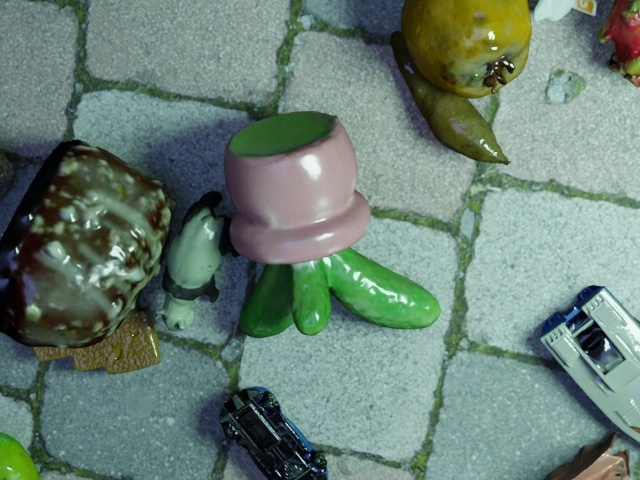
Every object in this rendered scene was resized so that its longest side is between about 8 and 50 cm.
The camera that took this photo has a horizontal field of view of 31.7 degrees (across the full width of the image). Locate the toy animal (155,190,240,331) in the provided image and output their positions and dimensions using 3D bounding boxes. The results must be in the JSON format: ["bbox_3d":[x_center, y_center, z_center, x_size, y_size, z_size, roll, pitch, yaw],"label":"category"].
[{"bbox_3d":[-0.194,0.041,1.749,0.094,0.121,0.225,30,112,6],"label":"toy animal"}]

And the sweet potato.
[{"bbox_3d":[0.180,-0.198,1.670,0.075,0.075,0.269,-42,76,14],"label":"sweet potato"}]

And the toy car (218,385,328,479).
[{"bbox_3d":[-0.069,0.326,1.807,0.103,0.063,0.216,-37,96,15],"label":"toy car"}]

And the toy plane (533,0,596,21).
[{"bbox_3d":[0.341,-0.425,1.564,0.245,0.117,0.244,15,116,33],"label":"toy plane"}]

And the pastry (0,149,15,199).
[{"bbox_3d":[-0.604,-0.059,1.830,0.265,0.112,0.103,-41,79,3],"label":"pastry"}]

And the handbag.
[{"bbox_3d":[0.364,0.374,1.681,0.212,0.157,0.059,-38,82,14],"label":"handbag"}]

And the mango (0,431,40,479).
[{"bbox_3d":[-0.526,0.406,1.879,0.100,0.119,0.178,-5,100,31],"label":"mango"}]

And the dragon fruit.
[{"bbox_3d":[0.464,-0.305,1.558,0.160,0.166,0.172,37,94,-36],"label":"dragon fruit"}]

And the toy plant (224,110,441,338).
[{"bbox_3d":[-0.001,-0.007,1.671,0.317,0.210,0.356,-7,110,10],"label":"toy plant"}]

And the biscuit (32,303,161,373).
[{"bbox_3d":[-0.361,0.136,1.846,0.239,0.041,0.212,31,98,5],"label":"biscuit"}]

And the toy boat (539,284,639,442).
[{"bbox_3d":[0.465,0.211,1.669,0.129,0.088,0.295,-41,89,14],"label":"toy boat"}]

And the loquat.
[{"bbox_3d":[0.205,-0.300,1.576,0.176,0.187,0.234,-19,62,5],"label":"loquat"}]

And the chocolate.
[{"bbox_3d":[-0.347,0.016,1.707,0.210,0.225,0.340,23,62,-1],"label":"chocolate"}]
